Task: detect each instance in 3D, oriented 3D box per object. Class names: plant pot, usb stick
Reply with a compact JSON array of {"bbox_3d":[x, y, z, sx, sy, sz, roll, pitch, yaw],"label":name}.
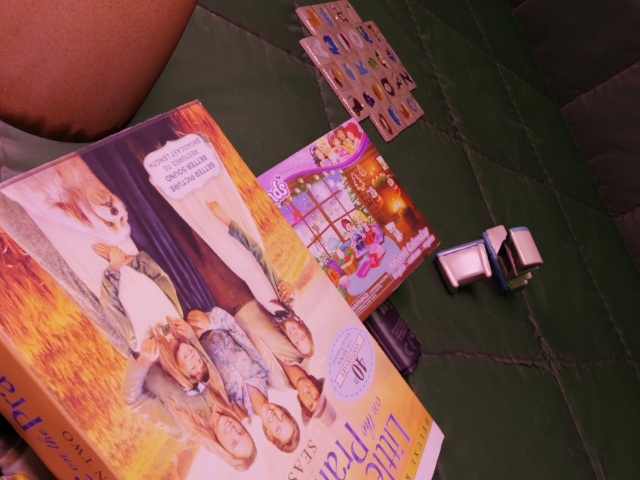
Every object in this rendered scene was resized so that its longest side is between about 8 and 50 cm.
[{"bbox_3d":[-0.204,-0.256,0.578,0.237,0.254,0.237,31,43,-34],"label":"plant pot"},{"bbox_3d":[0.039,0.052,0.820,0.278,0.045,0.077,54,28,-5],"label":"usb stick"}]

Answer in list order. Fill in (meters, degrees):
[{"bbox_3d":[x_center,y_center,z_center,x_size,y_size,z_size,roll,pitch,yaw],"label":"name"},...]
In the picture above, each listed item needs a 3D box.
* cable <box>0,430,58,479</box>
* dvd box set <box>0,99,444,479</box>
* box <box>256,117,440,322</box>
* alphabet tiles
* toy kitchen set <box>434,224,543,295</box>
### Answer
[{"bbox_3d":[-0.137,0.218,0.483,0.287,0.072,0.139,59,23,-20],"label":"cable"},{"bbox_3d":[-0.069,0.107,0.510,0.420,0.062,0.307,54,34,-7],"label":"dvd box set"},{"bbox_3d":[0.000,0.000,0.738,0.293,0.057,0.201,-39,95,-40],"label":"box"},{"bbox_3d":[0.086,-0.335,1.216,0.285,0.011,0.342,55,34,-5],"label":"alphabet tiles"},{"bbox_3d":[0.278,0.031,1.121,0.207,0.166,0.122,71,1,-70],"label":"toy kitchen set"}]
